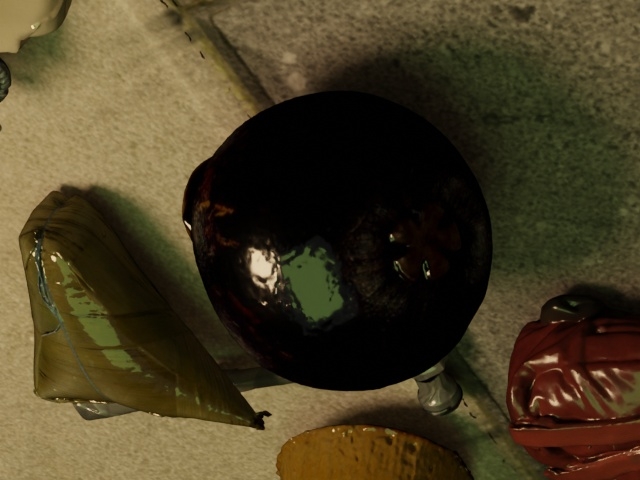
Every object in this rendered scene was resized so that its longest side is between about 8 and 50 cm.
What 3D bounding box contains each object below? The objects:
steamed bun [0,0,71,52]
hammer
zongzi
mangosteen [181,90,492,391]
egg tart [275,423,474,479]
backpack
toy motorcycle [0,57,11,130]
[{"bbox_3d":[-0.281,-0.251,1.491,0.183,0.106,0.183,9,133,10],"label":"steamed bun"},{"bbox_3d":[-0.070,0.150,1.833,0.427,0.044,0.152,-13,132,26],"label":"hammer"},{"bbox_3d":[-0.172,0.081,1.734,0.256,0.115,0.228,16,133,18],"label":"zongzi"},{"bbox_3d":[0.000,0.000,1.573,0.275,0.275,0.302,48,158,-27],"label":"mangosteen"},{"bbox_3d":[0.049,0.292,1.852,0.215,0.171,0.215,7,148,4],"label":"egg tart"},{"bbox_3d":[0.293,0.154,1.686,0.229,0.139,0.229,10,134,11],"label":"backpack"},{"bbox_3d":[-0.409,-0.128,1.566,0.260,0.110,0.171,7,139,-14],"label":"toy motorcycle"}]
